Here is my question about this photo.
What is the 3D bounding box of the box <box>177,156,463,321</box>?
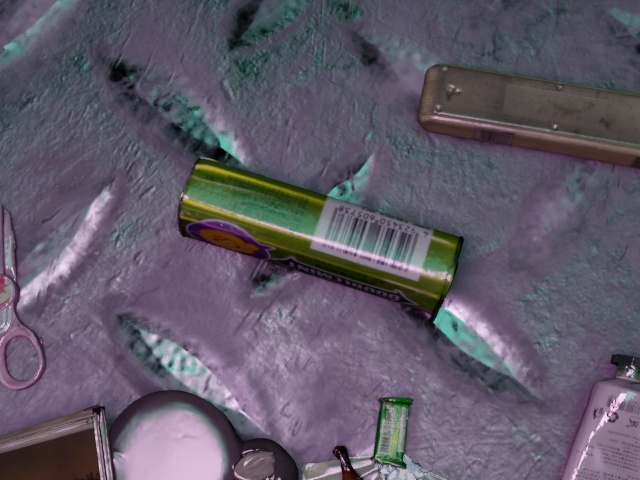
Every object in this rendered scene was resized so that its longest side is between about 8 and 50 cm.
[{"bbox_3d":[0.000,0.000,1.219,0.345,0.134,0.097,17,72,4],"label":"box"}]

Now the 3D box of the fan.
[{"bbox_3d":[0.090,0.325,1.197,0.240,0.009,0.131,11,78,3],"label":"fan"}]

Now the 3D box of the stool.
[{"bbox_3d":[-0.148,0.270,1.143,0.228,0.139,0.153,29,78,6],"label":"stool"}]

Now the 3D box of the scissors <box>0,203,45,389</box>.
[{"bbox_3d":[-0.416,0.072,1.252,0.118,0.030,0.242,-5,79,-1],"label":"scissors"}]

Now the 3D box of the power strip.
[{"bbox_3d":[0.326,-0.161,1.301,0.387,0.066,0.092,10,74,5],"label":"power strip"}]

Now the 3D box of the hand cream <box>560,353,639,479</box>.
[{"bbox_3d":[0.342,0.306,1.179,0.121,0.076,0.336,14,82,9],"label":"hand cream"}]

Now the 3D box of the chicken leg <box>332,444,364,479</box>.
[{"bbox_3d":[0.064,0.309,1.177,0.145,0.037,0.062,36,58,7],"label":"chicken leg"}]

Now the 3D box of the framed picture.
[{"bbox_3d":[-0.329,0.312,1.126,0.252,0.014,0.197,-20,73,30],"label":"framed picture"}]

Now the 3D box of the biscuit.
[{"bbox_3d":[0.088,0.236,1.212,0.046,0.016,0.089,9,70,-1],"label":"biscuit"}]
